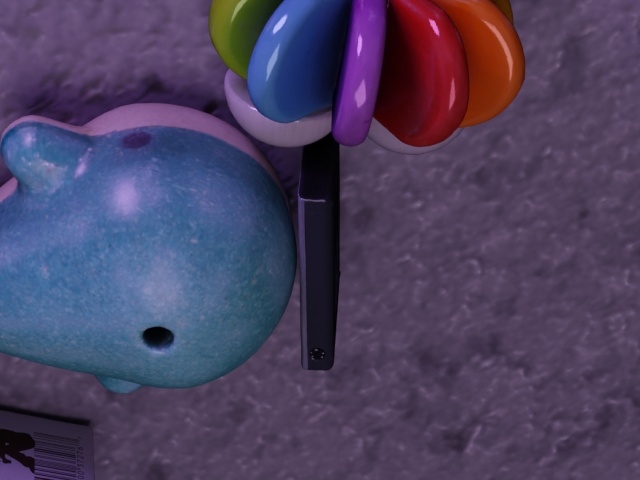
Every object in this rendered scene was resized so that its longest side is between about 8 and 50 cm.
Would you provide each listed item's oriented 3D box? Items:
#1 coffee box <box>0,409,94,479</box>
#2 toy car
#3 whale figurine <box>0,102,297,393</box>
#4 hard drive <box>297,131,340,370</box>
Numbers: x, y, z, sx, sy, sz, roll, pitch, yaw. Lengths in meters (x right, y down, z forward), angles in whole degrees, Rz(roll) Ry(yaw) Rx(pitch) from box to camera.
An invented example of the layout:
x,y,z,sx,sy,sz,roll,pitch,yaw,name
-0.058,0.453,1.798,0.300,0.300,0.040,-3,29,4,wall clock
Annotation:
x,y,z,sx,sy,sz,roll,pitch,yaw,name
-0.316,0.193,1.238,0.297,0.119,0.168,12,125,-18,coffee box
0.029,-0.108,1.052,0.182,0.136,0.159,3,127,-12,toy car
-0.148,0.027,1.124,0.272,0.141,0.216,-13,129,2,whale figurine
0.000,0.000,1.157,0.022,0.094,0.135,2,128,3,hard drive
